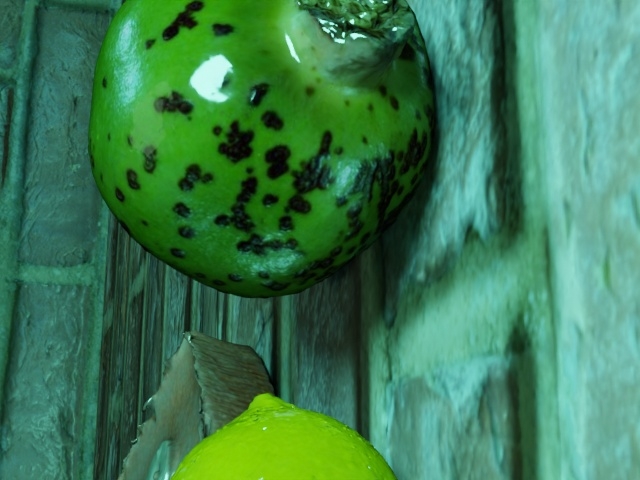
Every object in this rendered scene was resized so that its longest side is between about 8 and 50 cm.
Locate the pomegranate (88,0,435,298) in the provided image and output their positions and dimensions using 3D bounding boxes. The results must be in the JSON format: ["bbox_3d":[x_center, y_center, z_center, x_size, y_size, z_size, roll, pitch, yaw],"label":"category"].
[{"bbox_3d":[-0.030,-0.094,0.704,0.270,0.254,0.254,-40,47,51],"label":"pomegranate"}]

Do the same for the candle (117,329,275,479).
[{"bbox_3d":[-0.118,0.241,1.066,0.317,0.131,0.287,-33,46,56],"label":"candle"}]

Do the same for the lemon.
[{"bbox_3d":[-0.021,0.203,0.676,0.206,0.173,0.173,62,144,41],"label":"lemon"}]
